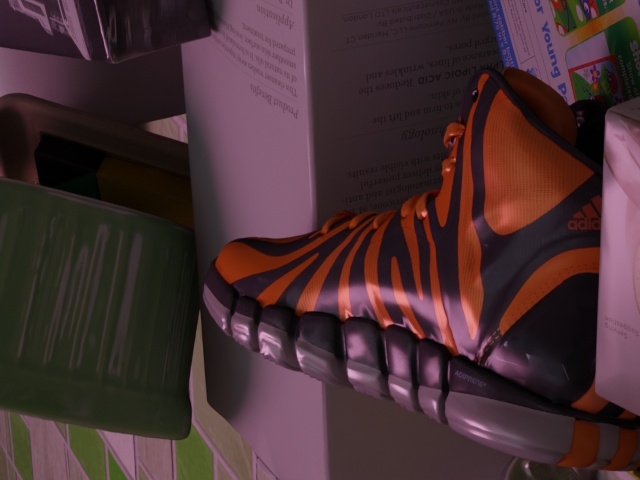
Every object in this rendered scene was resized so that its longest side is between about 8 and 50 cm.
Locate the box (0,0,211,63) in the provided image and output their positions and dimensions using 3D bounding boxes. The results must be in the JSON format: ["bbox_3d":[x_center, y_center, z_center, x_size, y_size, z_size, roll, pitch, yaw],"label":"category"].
[{"bbox_3d":[-0.194,-0.249,1.263,0.307,0.077,0.242,17,122,58],"label":"box"}]

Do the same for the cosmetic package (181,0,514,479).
[{"bbox_3d":[0.019,-0.030,1.235,0.217,0.156,0.385,-138,39,-55],"label":"cosmetic package"}]

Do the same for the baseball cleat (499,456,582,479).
[{"bbox_3d":[0.147,0.235,1.183,0.109,0.072,0.205,121,135,-69],"label":"baseball cleat"}]

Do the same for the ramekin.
[{"bbox_3d":[-0.226,0.037,1.362,0.303,0.303,0.148,4,80,67],"label":"ramekin"}]

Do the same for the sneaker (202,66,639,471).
[{"bbox_3d":[0.067,-0.004,1.001,0.321,0.125,0.180,16,96,47],"label":"sneaker"}]

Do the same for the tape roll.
[{"bbox_3d":[-0.216,-0.176,1.597,0.246,0.246,0.169,-171,69,-66],"label":"tape roll"}]

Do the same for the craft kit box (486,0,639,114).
[{"bbox_3d":[0.157,-0.154,0.963,0.247,0.061,0.249,155,101,-70],"label":"craft kit box"}]

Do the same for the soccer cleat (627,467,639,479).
[{"bbox_3d":[0.153,0.073,1.045,0.289,0.093,0.121,-162,63,-64],"label":"soccer cleat"}]

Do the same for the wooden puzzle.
[{"bbox_3d":[-0.138,-0.014,1.501,0.221,0.239,0.044,91,-166,-57],"label":"wooden puzzle"}]

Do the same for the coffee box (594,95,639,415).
[{"bbox_3d":[0.232,0.031,0.757,0.246,0.098,0.141,28,129,45],"label":"coffee box"}]
